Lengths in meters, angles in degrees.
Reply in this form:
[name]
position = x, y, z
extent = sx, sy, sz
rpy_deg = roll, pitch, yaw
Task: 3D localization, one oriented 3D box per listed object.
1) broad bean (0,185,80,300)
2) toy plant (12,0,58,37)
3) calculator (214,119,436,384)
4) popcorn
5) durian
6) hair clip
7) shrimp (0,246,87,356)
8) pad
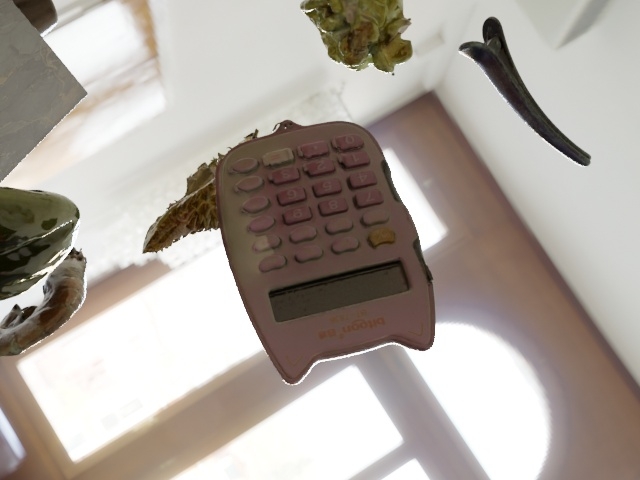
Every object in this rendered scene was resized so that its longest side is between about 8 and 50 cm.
[broad bean]
position = -0.278, 0.006, 0.809
extent = 0.153, 0.207, 0.072
rpy_deg = 121, -31, -58
[toy plant]
position = -0.467, -0.290, 1.585
extent = 0.143, 0.200, 0.105
rpy_deg = 45, -23, 34
[calculator]
position = 0.000, 0.001, 1.156
extent = 0.043, 0.194, 0.294
rpy_deg = 87, -13, -62
[popcorn]
position = 0.058, -0.294, 1.513
extent = 0.162, 0.141, 0.135
rpy_deg = 21, 3, 19
[durian]
position = -0.135, -0.043, 1.431
extent = 0.078, 0.224, 0.140
rpy_deg = 51, -23, -20
[hair clip]
position = 0.315, -0.209, 1.732
extent = 0.275, 0.083, 0.048
rpy_deg = 51, -34, -11
[shrimp]
position = -0.360, 0.075, 1.472
extent = 0.052, 0.143, 0.251
rpy_deg = 60, 12, -17
[pad]
position = -0.419, -0.158, 1.370
extent = 0.007, 0.247, 0.367
rpy_deg = 41, -7, 14
